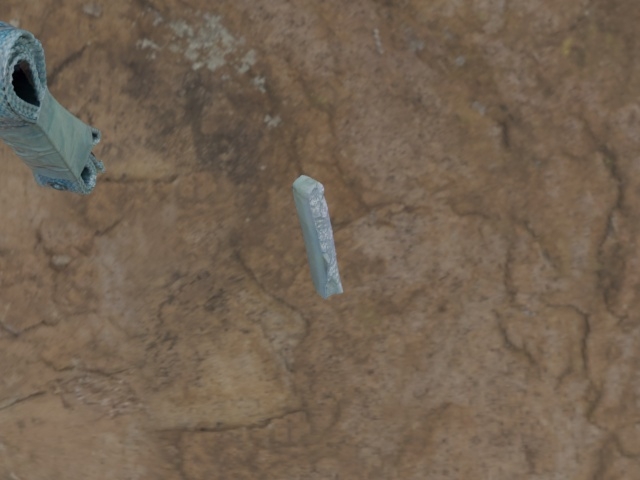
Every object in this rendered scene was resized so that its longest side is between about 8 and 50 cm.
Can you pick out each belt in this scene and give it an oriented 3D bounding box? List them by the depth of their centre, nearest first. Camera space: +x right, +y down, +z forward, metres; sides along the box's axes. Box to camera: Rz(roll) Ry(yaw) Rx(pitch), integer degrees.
[{"bbox_3d":[-0.282,-0.125,1.017,0.072,0.302,0.087,7,75,6],"label":"belt"}]

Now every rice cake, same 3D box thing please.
[{"bbox_3d":[0.000,0.000,1.249,0.030,0.042,0.180,-35,135,-26],"label":"rice cake"}]
